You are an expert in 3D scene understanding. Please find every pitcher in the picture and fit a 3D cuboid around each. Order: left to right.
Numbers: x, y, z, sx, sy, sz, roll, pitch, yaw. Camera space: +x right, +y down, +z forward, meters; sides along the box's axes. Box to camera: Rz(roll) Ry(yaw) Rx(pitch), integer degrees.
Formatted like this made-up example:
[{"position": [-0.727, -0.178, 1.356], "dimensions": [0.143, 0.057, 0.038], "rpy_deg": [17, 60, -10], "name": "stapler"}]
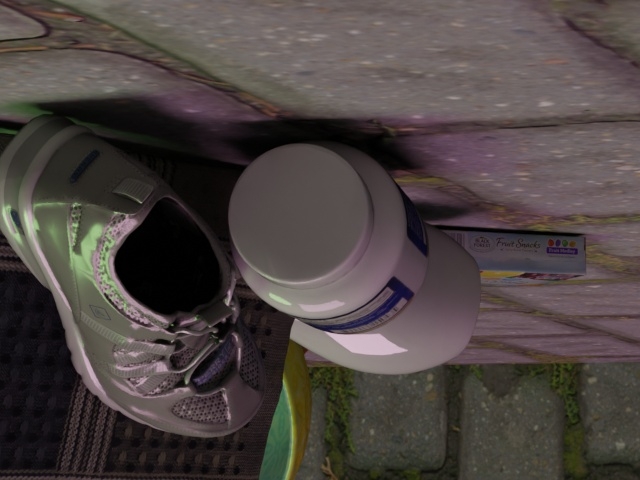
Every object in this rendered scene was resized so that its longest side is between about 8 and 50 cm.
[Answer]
[{"position": [0.005, 0.041, 1.415], "dimensions": [0.207, 0.126, 0.178], "rpy_deg": [11, 161, -16], "name": "pitcher"}]

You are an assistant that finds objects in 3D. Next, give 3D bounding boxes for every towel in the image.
[{"position": [-0.148, 0.092, 1.188], "dimensions": [0.056, 0.312, 0.324], "rpy_deg": [17, -175, 44], "name": "towel"}]

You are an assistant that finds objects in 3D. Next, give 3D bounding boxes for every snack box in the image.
[{"position": [0.142, 0.016, 1.546], "dimensions": [0.141, 0.037, 0.100], "rpy_deg": [3, 173, -18], "name": "snack box"}]

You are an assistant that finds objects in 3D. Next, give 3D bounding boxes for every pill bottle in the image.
[{"position": [0.003, -0.003, 1.137], "dimensions": [0.112, 0.112, 0.186], "rpy_deg": [-1, 171, 10], "name": "pill bottle"}]

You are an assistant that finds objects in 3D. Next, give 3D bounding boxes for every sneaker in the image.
[{"position": [-0.095, 0.045, 1.094], "dimensions": [0.115, 0.105, 0.281], "rpy_deg": [21, 158, 36], "name": "sneaker"}]

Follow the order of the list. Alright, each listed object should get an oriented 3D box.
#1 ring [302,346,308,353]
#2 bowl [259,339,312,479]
[{"position": [-0.104, 0.166, 1.907], "dimensions": [0.336, 0.032, 0.336], "rpy_deg": [-37, -172, 6], "name": "ring"}, {"position": [-0.119, 0.119, 1.617], "dimensions": [0.289, 0.290, 0.156], "rpy_deg": [-3, -165, 27], "name": "bowl"}]
